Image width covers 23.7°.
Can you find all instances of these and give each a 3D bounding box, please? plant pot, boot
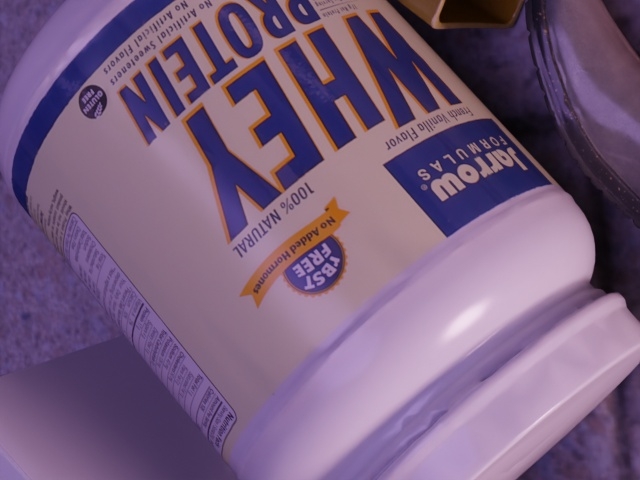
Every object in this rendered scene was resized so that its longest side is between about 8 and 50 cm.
[{"bbox_3d":[0.070,-0.173,0.859,0.083,0.081,0.081,36,118,32],"label":"plant pot"},{"bbox_3d":[0.223,-0.056,0.789,0.161,0.083,0.246,-28,91,29],"label":"boot"}]

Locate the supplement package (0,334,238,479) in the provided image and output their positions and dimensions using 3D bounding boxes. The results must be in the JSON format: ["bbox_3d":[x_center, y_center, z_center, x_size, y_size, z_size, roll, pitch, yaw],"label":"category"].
[{"bbox_3d":[-0.164,0.233,1.022,0.199,0.198,0.263,43,120,19],"label":"supplement package"}]

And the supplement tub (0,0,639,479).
[{"bbox_3d":[0.000,0.000,0.844,0.325,0.235,0.235,49,121,15],"label":"supplement tub"}]
